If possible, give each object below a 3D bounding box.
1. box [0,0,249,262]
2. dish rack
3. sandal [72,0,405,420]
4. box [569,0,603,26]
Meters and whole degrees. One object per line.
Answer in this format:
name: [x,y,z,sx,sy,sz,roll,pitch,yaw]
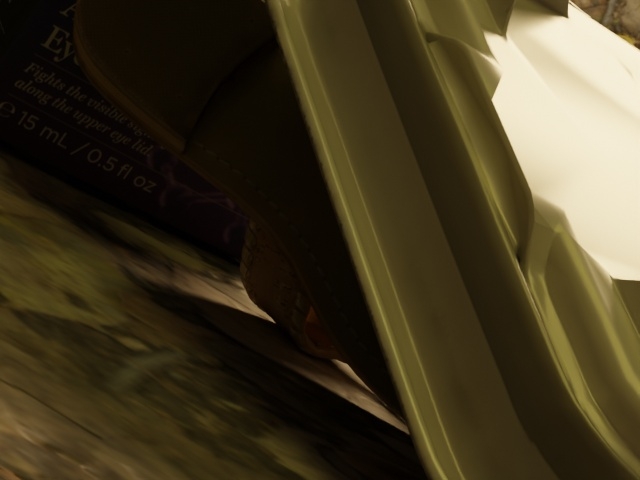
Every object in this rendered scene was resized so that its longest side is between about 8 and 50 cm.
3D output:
box: [-0.033,-0.117,0.781,0.153,0.207,0.108,26,20,-28]
dish rack: [0.143,0.028,0.655,0.332,0.072,0.286,25,34,-37]
sandal: [0.005,-0.004,0.712,0.240,0.088,0.079,44,-20,7]
box: [0.165,-0.014,1.057,0.216,0.060,0.270,37,29,-6]
